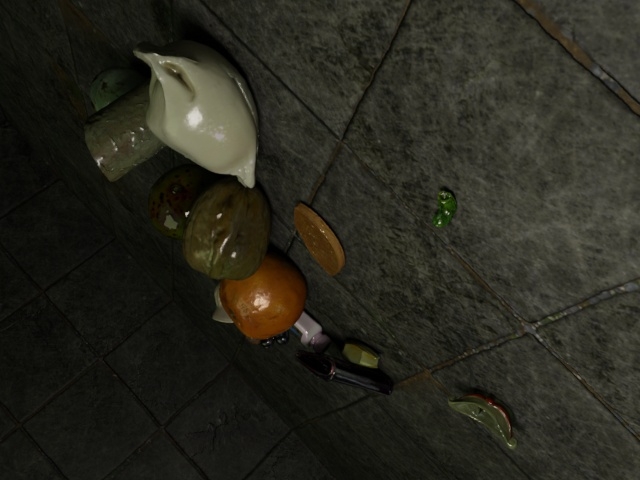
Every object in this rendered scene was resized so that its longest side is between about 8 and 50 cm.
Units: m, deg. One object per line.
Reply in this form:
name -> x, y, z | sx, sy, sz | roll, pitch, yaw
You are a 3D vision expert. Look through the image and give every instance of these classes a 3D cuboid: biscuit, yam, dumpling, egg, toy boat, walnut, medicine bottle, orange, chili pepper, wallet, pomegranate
biscuit -> 0.000, 0.000, 1.513 | 0.142, 0.029, 0.221 | 12, 137, 55
yam -> -0.446, -0.293, 1.529 | 0.168, 0.304, 0.168 | 47, 165, 16
dumpling -> -0.258, -0.300, 1.364 | 0.395, 0.233, 0.316 | 48, -168, -33
egg -> -0.517, -0.374, 1.670 | 0.231, 0.169, 0.169 | 33, 155, 4
toy boat -> 0.382, 0.398, 1.405 | 0.185, 0.071, 0.089 | 30, 151, 37
walnut -> -0.241, -0.031, 1.613 | 0.227, 0.283, 0.283 | 18, 155, -4
medicine bottle -> -0.060, 0.274, 1.969 | 0.219, 0.078, 0.115 | 40, 153, 20
toy boat -> 0.111, 0.328, 1.781 | 0.172, 0.066, 0.065 | 14, 95, 56
orange -> -0.167, 0.150, 1.779 | 0.261, 0.261, 0.261 | 38, 154, 22
chili pepper -> 0.217, -0.055, 1.068 | 0.091, 0.034, 0.030 | 87, 169, -56
wallet -> 0.066, 0.388, 1.843 | 0.220, 0.072, 0.262 | 19, 173, -27
pomegranate -> -0.373, -0.077, 1.791 | 0.230, 0.231, 0.286 | 28, 149, 39

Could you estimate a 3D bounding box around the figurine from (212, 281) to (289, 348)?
figurine -> -0.234, 0.232, 2.123 | 0.185, 0.205, 0.332 | -18, 147, 20
